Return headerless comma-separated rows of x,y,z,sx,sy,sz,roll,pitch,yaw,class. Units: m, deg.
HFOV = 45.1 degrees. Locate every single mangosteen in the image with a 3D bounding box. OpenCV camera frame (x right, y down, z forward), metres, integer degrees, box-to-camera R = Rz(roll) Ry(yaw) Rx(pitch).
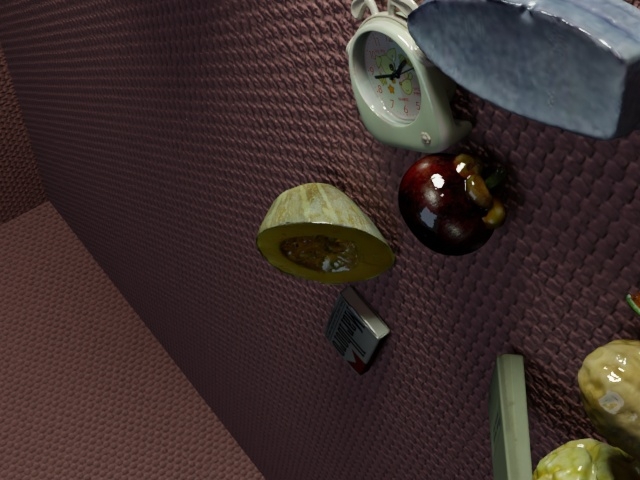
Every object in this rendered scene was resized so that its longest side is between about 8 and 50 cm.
0.165,-0.050,0.923,0.140,0.140,0.140,41,150,30,mangosteen

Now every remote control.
0.253,0.293,1.012,0.038,0.285,0.123,3,133,4,remote control

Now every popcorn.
0.357,0.342,0.974,0.188,0.167,0.185,-1,96,23,popcorn

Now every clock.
0.098,-0.202,0.917,0.151,0.062,0.191,23,137,51,clock

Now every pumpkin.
0.005,-0.017,1.223,0.217,0.217,0.110,117,156,-61,pumpkin

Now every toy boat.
0.198,-0.189,0.742,0.283,0.078,0.127,33,149,39,toy boat

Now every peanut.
0.380,0.210,0.843,0.236,0.110,0.120,49,133,2,peanut

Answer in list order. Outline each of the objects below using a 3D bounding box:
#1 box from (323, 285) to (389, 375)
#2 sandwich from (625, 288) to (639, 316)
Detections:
0.065,0.170,1.430,0.115,0.036,0.177,48,153,18,box
0.366,0.061,0.787,0.069,0.026,0.101,54,152,18,sandwich
